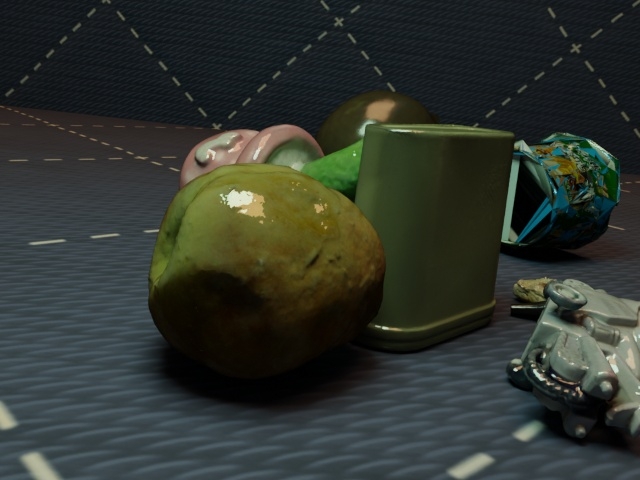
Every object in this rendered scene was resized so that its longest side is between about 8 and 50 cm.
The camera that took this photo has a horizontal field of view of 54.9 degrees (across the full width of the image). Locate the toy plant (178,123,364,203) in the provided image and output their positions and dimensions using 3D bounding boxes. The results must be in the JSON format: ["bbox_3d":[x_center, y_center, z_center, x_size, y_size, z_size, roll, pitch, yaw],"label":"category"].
[{"bbox_3d":[-0.052,-0.047,0.923,0.356,0.210,0.317,16,57,32],"label":"toy plant"}]

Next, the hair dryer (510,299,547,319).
[{"bbox_3d":[0.290,0.104,0.803,0.079,0.031,0.083,-1,21,14],"label":"hair dryer"}]

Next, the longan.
[{"bbox_3d":[0.131,-0.183,1.346,0.288,0.288,0.350,16,7,33],"label":"longan"}]

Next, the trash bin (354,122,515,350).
[{"bbox_3d":[0.132,-0.014,0.748,0.243,0.247,0.121,-10,20,-42],"label":"trash bin"}]

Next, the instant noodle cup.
[{"bbox_3d":[0.410,-0.084,1.162,0.178,0.240,0.240,-8,21,-38],"label":"instant noodle cup"}]

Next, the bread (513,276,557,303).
[{"bbox_3d":[0.326,0.079,0.884,0.070,0.035,0.083,-2,20,-23],"label":"bread"}]

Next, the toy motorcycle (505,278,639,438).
[{"bbox_3d":[0.296,0.114,0.631,0.171,0.110,0.260,24,25,17],"label":"toy motorcycle"}]

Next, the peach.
[{"bbox_3d":[-0.045,0.035,0.610,0.236,0.214,0.214,13,13,-17],"label":"peach"}]
